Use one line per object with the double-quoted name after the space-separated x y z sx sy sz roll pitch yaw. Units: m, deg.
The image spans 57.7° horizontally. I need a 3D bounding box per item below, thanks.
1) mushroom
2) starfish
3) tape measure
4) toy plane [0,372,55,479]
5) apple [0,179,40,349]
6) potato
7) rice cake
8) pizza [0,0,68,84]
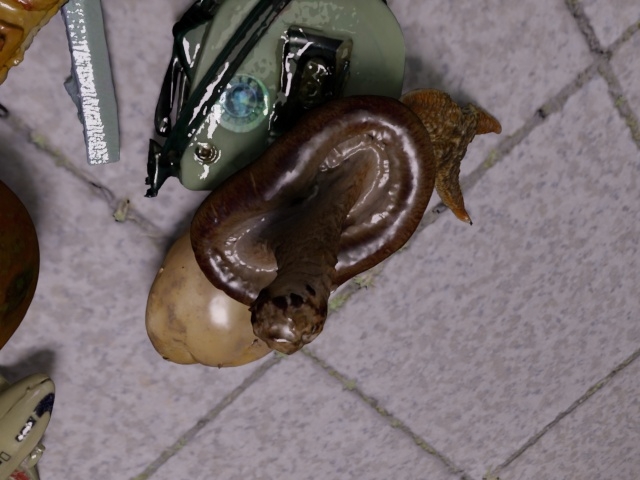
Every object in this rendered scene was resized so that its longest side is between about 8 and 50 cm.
0.000 0.000 0.427 0.148 0.217 0.227 42 104 -17 "mushroom"
0.119 -0.083 0.606 0.247 0.050 0.138 -3 114 -52 "starfish"
-0.043 -0.144 0.522 0.235 0.115 0.207 -4 120 -18 "tape measure"
-0.362 0.239 0.596 0.256 0.104 0.242 -60 156 -2 "toy plane"
-0.347 0.038 0.452 0.237 0.207 0.236 -8 118 -16 "apple"
-0.073 0.044 0.600 0.235 0.128 0.161 -30 125 -9 "potato"
-0.205 -0.154 0.506 0.042 0.030 0.180 -9 119 -20 "rice cake"
-0.345 -0.168 0.406 0.366 0.074 0.182 1 108 -12 "pizza"
